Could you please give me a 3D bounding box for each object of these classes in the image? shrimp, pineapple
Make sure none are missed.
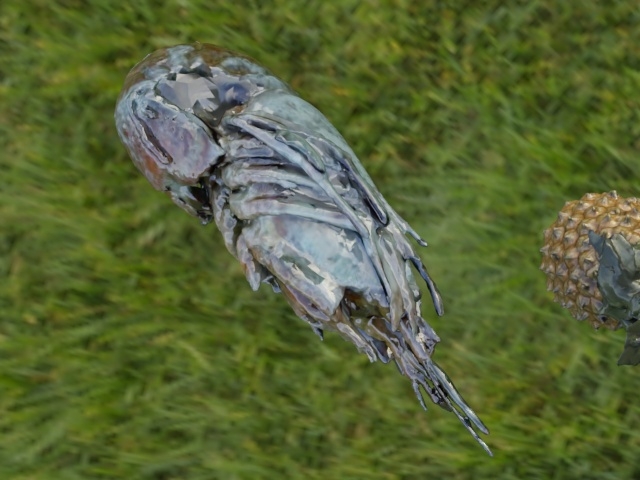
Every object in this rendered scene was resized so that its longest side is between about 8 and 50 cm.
[{"bbox_3d":[0.000,0.000,0.807,0.079,0.090,0.233,-30,68,-30],"label":"shrimp"},{"bbox_3d":[0.249,0.048,1.468,0.119,0.277,0.130,0,104,-8],"label":"pineapple"}]
